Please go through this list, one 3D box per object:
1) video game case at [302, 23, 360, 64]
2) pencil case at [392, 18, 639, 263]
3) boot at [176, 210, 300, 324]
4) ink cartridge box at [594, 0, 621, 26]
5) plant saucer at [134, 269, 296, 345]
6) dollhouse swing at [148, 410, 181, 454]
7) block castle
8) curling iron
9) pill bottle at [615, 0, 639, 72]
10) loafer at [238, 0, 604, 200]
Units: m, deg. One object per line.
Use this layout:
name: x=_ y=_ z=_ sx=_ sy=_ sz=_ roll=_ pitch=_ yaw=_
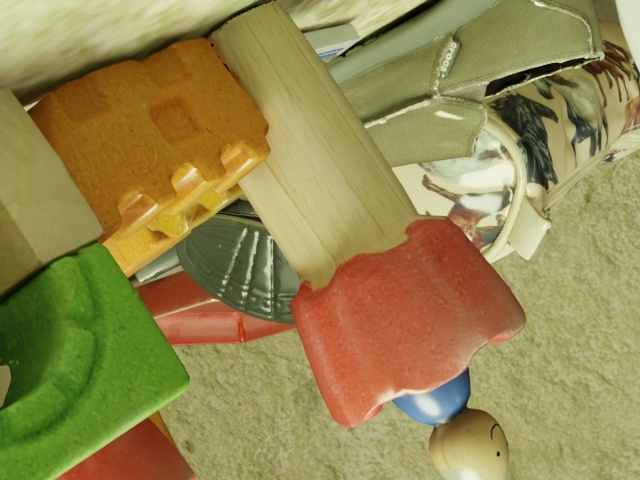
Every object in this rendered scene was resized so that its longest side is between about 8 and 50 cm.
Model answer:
video game case: x=-0.044 y=-0.065 z=0.626 sx=0.122 sy=0.011 sz=0.087 roll=-32 pitch=178 yaw=27
pencil case: x=0.188 y=-0.098 z=1.183 sx=0.410 sy=0.183 sz=0.160 roll=-31 pitch=161 yaw=-54
boot: x=0.001 y=0.002 z=1.157 sx=0.178 sy=0.236 sz=0.085 roll=-74 pitch=178 yaw=-62
ink cartridge box: x=0.327 y=-0.204 z=1.390 sx=0.179 sy=0.145 sz=0.045 roll=-32 pitch=178 yaw=-1
plant saucer: x=-0.095 y=0.065 z=1.319 sx=0.258 sy=0.048 sz=0.259 roll=2 pitch=166 yaw=-44
dollhouse swing: x=-0.320 y=0.286 z=1.233 sx=0.347 sy=0.315 sz=0.305 roll=-26 pitch=-170 yaw=3
block castle: x=-0.152 y=0.117 z=0.417 sx=0.303 sy=0.213 sz=0.453 roll=-33 pitch=179 yaw=39
curling iron: x=-0.055 y=-0.031 z=1.221 sx=0.274 sy=0.035 sz=0.068 roll=-32 pitch=179 yaw=3
pill bottle: x=0.386 y=-0.206 z=0.772 sx=0.392 sy=0.224 sz=0.224 roll=-31 pitch=179 yaw=-23
loafer: x=0.060 y=-0.082 z=0.754 sx=0.251 sy=0.087 sz=0.094 roll=-32 pitch=179 yaw=4
